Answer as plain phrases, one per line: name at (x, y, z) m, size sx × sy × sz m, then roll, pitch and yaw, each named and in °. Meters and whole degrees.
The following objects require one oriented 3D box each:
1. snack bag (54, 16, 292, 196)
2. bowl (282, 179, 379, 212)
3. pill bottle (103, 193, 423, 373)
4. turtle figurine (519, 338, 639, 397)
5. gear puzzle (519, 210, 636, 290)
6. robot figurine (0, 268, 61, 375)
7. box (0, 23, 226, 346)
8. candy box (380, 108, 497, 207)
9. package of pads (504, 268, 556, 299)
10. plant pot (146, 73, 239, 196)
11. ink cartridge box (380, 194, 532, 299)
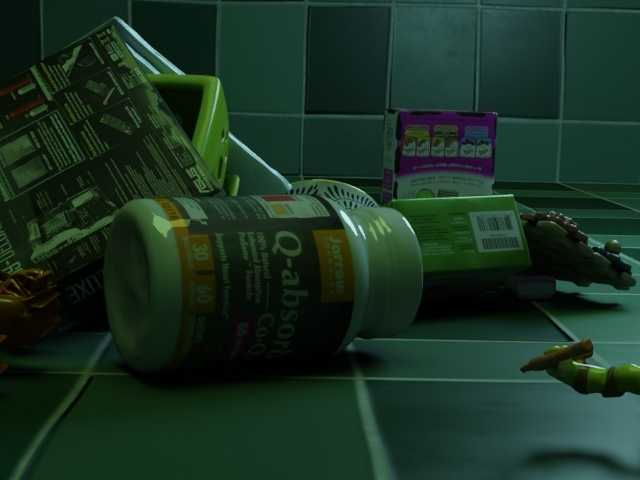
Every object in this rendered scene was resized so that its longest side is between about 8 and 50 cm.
snack bag at (-0.246, -0.110, 1.597) m, size 0.323 × 0.037 × 0.342 m, roll -25°, pitch -50°, yaw 35°
bowl at (0.000, 0.000, 1.701) m, size 0.170 × 0.080 × 0.170 m, roll 2°, pitch -38°, yaw 2°
pill bottle at (-0.053, 0.036, 1.184) m, size 0.278 × 0.162 × 0.162 m, roll -3°, pitch 8°, yaw -28°
turtle figurine at (0.306, 0.112, 0.960) m, size 0.269 × 0.087 × 0.217 m, roll -5°, pitch -4°, yaw 25°
gear puzzle at (0.269, 0.001, 1.661) m, size 0.175 × 0.044 × 0.339 m, roll 32°, pitch -12°, yaw -24°
robot figurine at (-0.393, 0.063, 1.105) m, size 0.291 × 0.085 × 0.211 m, roll 7°, pitch 20°, yaw 12°
box at (-0.259, -0.068, 1.310) m, size 0.242 × 0.076 × 0.307 m, roll -30°, pitch 53°, yaw -9°
candy box at (0.174, -0.078, 1.858) m, size 0.159 × 0.233 × 0.071 m, roll 1°, pitch 7°, yaw -15°
package of pads at (0.271, 0.056, 1.614) m, size 0.050 × 0.032 × 0.083 m, roll 2°, pitch 7°, yaw -5°
plant pot at (-0.222, -0.046, 1.466) m, size 0.228 × 0.227 × 0.207 m, roll 3°, pitch -34°, yaw 13°
ink cartridge box at (0.111, 0.033, 1.568) m, size 0.188 × 0.097 × 0.255 m, roll -3°, pitch -19°, yaw -30°
